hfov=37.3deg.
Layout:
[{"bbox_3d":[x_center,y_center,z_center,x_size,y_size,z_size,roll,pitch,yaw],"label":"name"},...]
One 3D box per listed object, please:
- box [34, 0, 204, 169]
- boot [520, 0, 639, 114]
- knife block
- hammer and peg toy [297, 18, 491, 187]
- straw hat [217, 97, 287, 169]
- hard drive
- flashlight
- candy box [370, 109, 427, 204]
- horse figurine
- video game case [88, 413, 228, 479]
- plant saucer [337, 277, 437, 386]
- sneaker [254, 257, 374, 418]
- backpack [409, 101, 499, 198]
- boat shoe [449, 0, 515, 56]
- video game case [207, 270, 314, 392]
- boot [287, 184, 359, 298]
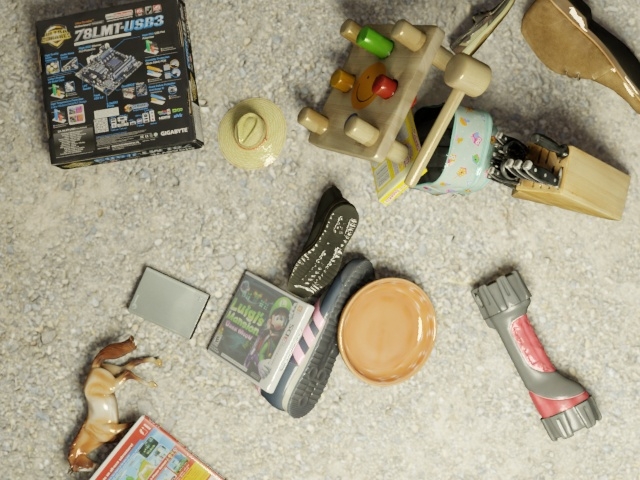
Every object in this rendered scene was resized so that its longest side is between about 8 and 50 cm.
[{"bbox_3d":[-0.391,-0.304,1.839,0.296,0.073,0.293,-9,84,6],"label":"box"},{"bbox_3d":[0.496,-0.330,1.742,0.305,0.112,0.115,48,122,4],"label":"boot"},{"bbox_3d":[0.421,-0.113,1.633,0.276,0.242,0.088,14,88,2],"label":"knife block"},{"bbox_3d":[0.114,-0.253,1.646,0.127,0.361,0.266,27,90,-31],"label":"hammer and peg toy"},{"bbox_3d":[-0.135,-0.210,1.807,0.144,0.061,0.144,0,85,6],"label":"straw hat"},{"bbox_3d":[-0.290,0.120,1.818,0.135,0.022,0.094,24,89,8],"label":"hard drive"},{"bbox_3d":[0.389,0.201,1.695,0.103,0.103,0.304,-21,81,-22],"label":"flashlight"},{"bbox_3d":[0.131,-0.168,1.710,0.105,0.027,0.206,-40,39,30],"label":"candy box"},{"bbox_3d":[-0.388,0.308,1.792,0.174,0.066,0.263,-1,91,4],"label":"horse figurine"},{"bbox_3d":[-0.282,0.489,1.760,0.285,0.025,0.204,39,91,-3],"label":"video game case"},{"bbox_3d":[0.118,0.164,1.721,0.200,0.037,0.200,-3,98,-24],"label":"plant saucer"},{"bbox_3d":[-0.019,0.160,1.747,0.131,0.112,0.319,22,76,36],"label":"sneaker"},{"bbox_3d":[0.238,-0.161,1.696,0.144,0.188,0.165,14,86,-10],"label":"backpack"},{"bbox_3d":[0.303,-0.406,1.775,0.049,0.056,0.152,41,91,3],"label":"boat shoe"},{"bbox_3d":[-0.113,0.164,1.741,0.190,0.022,0.173,25,88,45],"label":"video game case"},{"bbox_3d":[0.000,0.000,1.758,0.077,0.137,0.198,31,104,-20],"label":"boot"}]
